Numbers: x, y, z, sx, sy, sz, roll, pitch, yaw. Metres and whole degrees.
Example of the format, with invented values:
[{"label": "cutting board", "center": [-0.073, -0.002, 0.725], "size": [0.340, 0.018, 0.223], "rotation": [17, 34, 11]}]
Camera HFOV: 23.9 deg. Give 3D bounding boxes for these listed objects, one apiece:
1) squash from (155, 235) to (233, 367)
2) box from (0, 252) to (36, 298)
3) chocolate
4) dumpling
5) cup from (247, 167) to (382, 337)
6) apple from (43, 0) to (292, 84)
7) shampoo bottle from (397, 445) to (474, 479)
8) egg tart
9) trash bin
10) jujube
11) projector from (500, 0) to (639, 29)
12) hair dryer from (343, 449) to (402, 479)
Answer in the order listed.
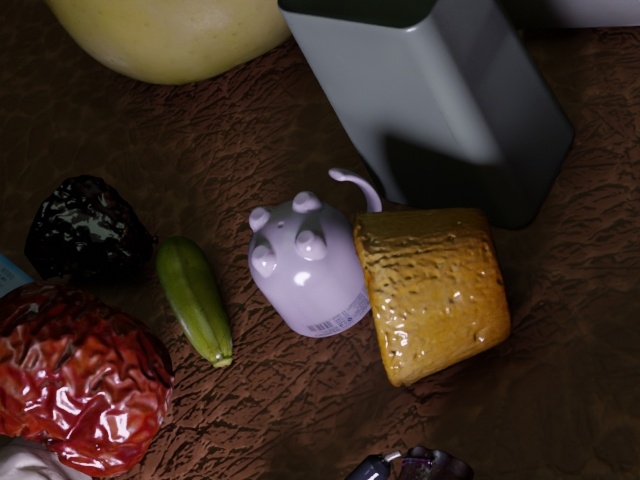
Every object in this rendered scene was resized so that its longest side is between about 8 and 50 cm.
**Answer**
[{"label": "squash", "center": [-0.152, 0.075, 1.856], "size": [0.066, 0.066, 0.201], "rotation": [-32, 55, 5]}, {"label": "box", "center": [-0.403, 0.117, 1.949], "size": [0.142, 0.083, 0.232], "rotation": [-49, 47, -10]}, {"label": "chocolate", "center": [-0.278, 0.003, 1.936], "size": [0.133, 0.156, 0.156], "rotation": [29, 74, 30]}, {"label": "dumpling", "center": [-0.333, 0.306, 1.766], "size": [0.155, 0.111, 0.181], "rotation": [23, 73, 8]}, {"label": "cup", "center": [0.001, 0.010, 1.763], "size": [0.173, 0.142, 0.134], "rotation": [-30, 47, 6]}, {"label": "apple", "center": [-0.205, -0.452, 2.036], "size": [0.473, 0.474, 0.474], "rotation": [-15, 51, 19]}, {"label": "shampoo bottle", "center": [0.063, 0.360, 1.488], "size": [0.084, 0.129, 0.323], "rotation": [21, 67, 7]}, {"label": "egg tart", "center": [0.124, 0.049, 1.649], "size": [0.147, 0.203, 0.203], "rotation": [-14, 50, 3]}, {"label": "trash bin", "center": [0.120, -0.190, 1.708], "size": [0.223, 0.343, 0.158], "rotation": [14, 63, 37]}, {"label": "jujube", "center": [-0.288, 0.154, 1.750], "size": [0.232, 0.213, 0.213], "rotation": [24, 64, -6]}, {"label": "projector", "center": [0.336, -0.405, 1.806], "size": [0.249, 0.248, 0.249], "rotation": [4, 59, 31]}, {"label": "hair dryer", "center": [0.013, 0.294, 1.560], "size": [0.219, 0.071, 0.124], "rotation": [-48, 46, 17]}]
